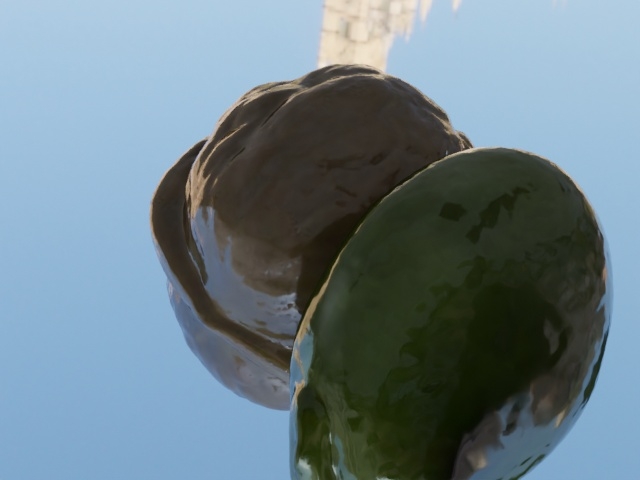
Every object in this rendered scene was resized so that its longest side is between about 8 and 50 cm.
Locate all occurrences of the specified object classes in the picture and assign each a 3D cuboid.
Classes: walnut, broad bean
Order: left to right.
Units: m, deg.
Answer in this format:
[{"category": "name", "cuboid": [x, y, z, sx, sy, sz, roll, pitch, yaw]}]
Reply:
[{"category": "walnut", "cuboid": [0.000, 0.000, 0.898, 0.285, 0.296, 0.285, 11, -131, -12]}, {"category": "broad bean", "cuboid": [0.089, 0.076, 0.738, 0.238, 0.291, 0.119, 30, 180, -32]}]
